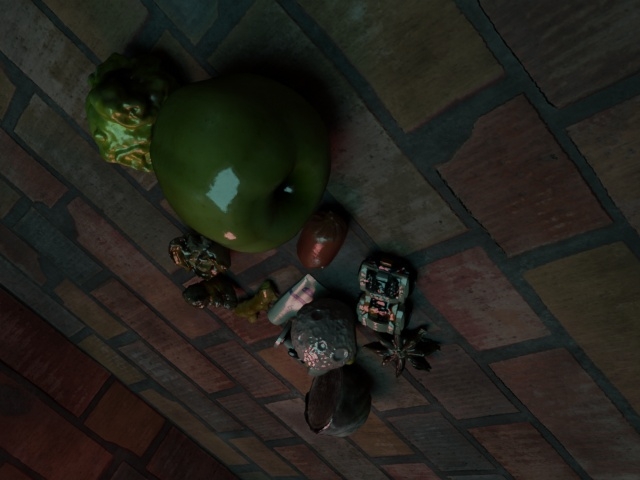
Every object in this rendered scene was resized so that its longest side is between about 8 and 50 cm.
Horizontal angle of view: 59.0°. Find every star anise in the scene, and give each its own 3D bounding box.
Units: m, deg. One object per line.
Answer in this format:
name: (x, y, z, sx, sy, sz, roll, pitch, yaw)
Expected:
star anise: (0.283, 0.381, 2.006, 0.288, 0.088, 0.288, 9, 121, 15)

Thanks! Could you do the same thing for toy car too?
toy car: (0.202, 0.173, 1.829, 0.193, 0.118, 0.301, 17, 135, 19)

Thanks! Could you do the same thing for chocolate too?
chocolate: (0.094, 0.651, 2.283, 0.212, 0.303, 0.303, 25, 142, -20)

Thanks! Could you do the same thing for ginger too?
ginger: (-0.254, 0.242, 2.209, 0.118, 0.065, 0.299, 26, 142, -15)

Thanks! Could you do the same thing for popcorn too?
popcorn: (-0.514, -0.356, 1.612, 0.312, 0.312, 0.312, 17, 137, 16)

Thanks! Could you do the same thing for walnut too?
walnut: (-0.422, 0.046, 2.062, 0.238, 0.141, 0.204, 12, 147, 18)

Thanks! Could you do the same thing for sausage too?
sausage: (0.000, 0.000, 1.757, 0.148, 0.148, 0.254, 31, 140, 0)

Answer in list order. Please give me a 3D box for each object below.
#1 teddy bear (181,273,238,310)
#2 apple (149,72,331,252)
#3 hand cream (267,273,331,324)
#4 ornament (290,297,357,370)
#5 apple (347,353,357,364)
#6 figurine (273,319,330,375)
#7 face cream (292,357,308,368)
teddy bear: (-0.437, 0.207, 2.198, 0.177, 0.190, 0.140, 13, 109, 47)
apple: (-0.204, -0.206, 1.458, 0.473, 0.474, 0.474, 17, 137, 16)
hand cream: (-0.093, 0.227, 2.122, 0.109, 0.067, 0.320, 41, 131, -10)
ornament: (0.012, 0.327, 1.988, 0.225, 0.259, 0.259, -7, 131, 5)
apple: (0.100, 0.437, 2.187, 0.083, 0.071, 0.084, 17, 137, 16)
figurine: (-0.048, 0.409, 2.166, 0.236, 0.176, 0.133, 33, 127, 2)
face cream: (-0.045, 0.496, 2.350, 0.114, 0.070, 0.224, 36, 148, -6)
